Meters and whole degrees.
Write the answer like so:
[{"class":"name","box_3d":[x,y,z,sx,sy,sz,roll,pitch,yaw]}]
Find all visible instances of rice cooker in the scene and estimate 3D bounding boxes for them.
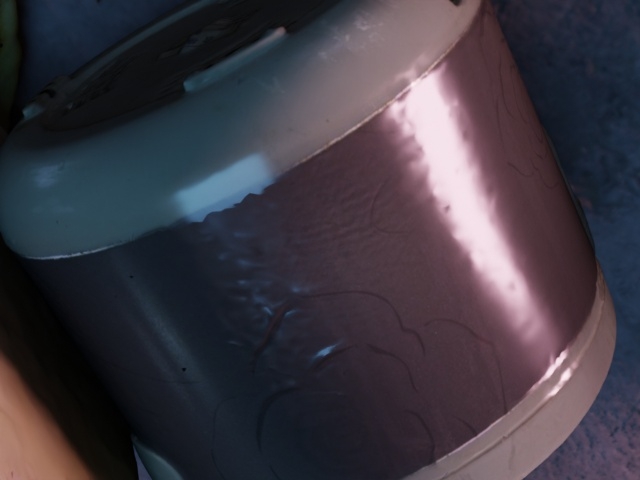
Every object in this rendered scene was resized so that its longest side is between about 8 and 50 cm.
[{"class":"rice cooker","box_3d":[0.000,0.002,0.593,0.288,0.288,0.277,-21,115,19]}]

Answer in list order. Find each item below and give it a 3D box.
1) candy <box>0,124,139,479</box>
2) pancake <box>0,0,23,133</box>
[{"class":"candy","box_3d":[-0.197,0.064,0.589,0.135,0.320,0.179,-29,131,3]},{"class":"pancake","box_3d":[-0.325,-0.133,0.650,0.305,0.067,0.426,-20,128,6]}]
